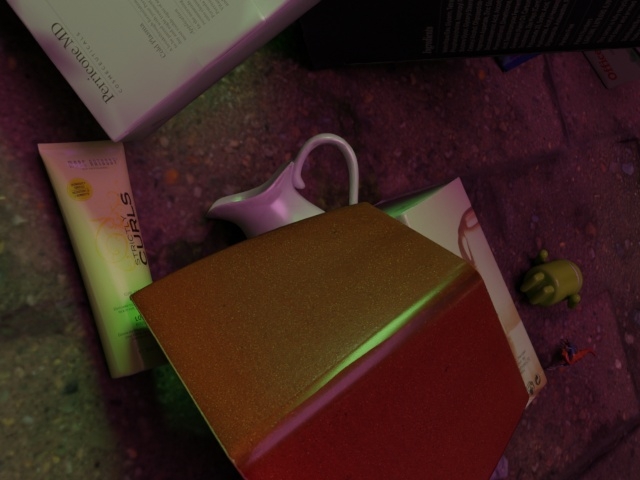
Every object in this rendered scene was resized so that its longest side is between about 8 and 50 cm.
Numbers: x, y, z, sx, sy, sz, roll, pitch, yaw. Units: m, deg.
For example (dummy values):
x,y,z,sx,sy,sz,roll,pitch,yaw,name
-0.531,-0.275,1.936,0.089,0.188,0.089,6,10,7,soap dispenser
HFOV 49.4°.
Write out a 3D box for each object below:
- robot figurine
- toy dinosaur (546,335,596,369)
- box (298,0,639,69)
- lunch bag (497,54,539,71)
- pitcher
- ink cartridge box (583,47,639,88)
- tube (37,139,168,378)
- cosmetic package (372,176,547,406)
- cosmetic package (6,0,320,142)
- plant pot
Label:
x,y,z,sx,sy,sz,roll,pitch,yaw,name
0.373,0.067,1.116,0.115,0.067,0.101,-12,59,-37,robot figurine
0.405,0.180,1.116,0.082,0.090,0.047,-49,132,-80,toy dinosaur
0.201,-0.488,0.814,0.471,0.297,0.480,-3,79,8,box
0.373,-0.431,1.073,0.138,0.293,0.221,-46,109,-33,lunch bag
0.000,0.000,0.790,0.178,0.125,0.207,-35,102,7,pitcher
0.612,-0.420,1.264,0.201,0.278,0.117,47,60,-20,ink cartridge box
-0.209,0.014,0.693,0.062,0.070,0.240,-16,86,2,tube
0.148,0.088,0.891,0.129,0.153,0.296,-32,102,-39,cosmetic package
-0.179,-0.323,0.620,0.284,0.097,0.377,-35,95,9,cosmetic package
0.027,0.121,0.636,0.236,0.267,0.267,-37,125,-12,plant pot
